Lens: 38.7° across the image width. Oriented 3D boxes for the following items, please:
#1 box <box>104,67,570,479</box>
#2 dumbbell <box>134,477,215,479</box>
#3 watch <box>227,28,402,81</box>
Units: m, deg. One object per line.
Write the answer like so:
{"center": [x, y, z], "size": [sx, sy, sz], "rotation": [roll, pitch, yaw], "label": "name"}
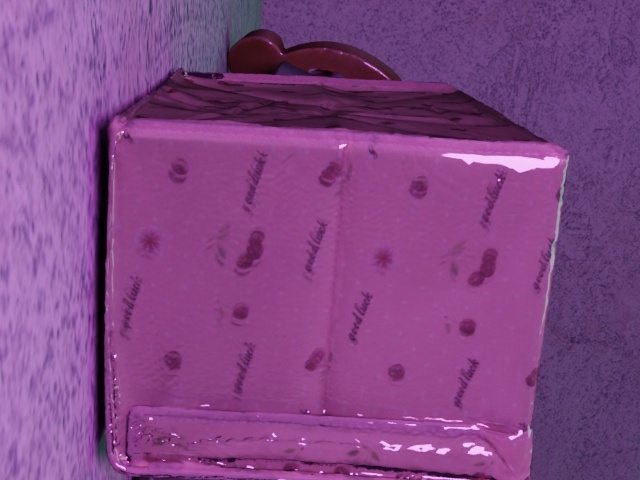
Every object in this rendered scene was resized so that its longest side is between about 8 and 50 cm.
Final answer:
{"center": [0.000, 0.000, 0.575], "size": [0.297, 0.225, 0.190], "rotation": [-101, -165, -76], "label": "box"}
{"center": [-0.083, 0.212, 0.574], "size": [0.081, 0.081, 0.254], "rotation": [100, -8, -73], "label": "dumbbell"}
{"center": [-0.019, -0.065, 1.194], "size": [0.335, 0.314, 0.327], "rotation": [111, -2, -45], "label": "watch"}
